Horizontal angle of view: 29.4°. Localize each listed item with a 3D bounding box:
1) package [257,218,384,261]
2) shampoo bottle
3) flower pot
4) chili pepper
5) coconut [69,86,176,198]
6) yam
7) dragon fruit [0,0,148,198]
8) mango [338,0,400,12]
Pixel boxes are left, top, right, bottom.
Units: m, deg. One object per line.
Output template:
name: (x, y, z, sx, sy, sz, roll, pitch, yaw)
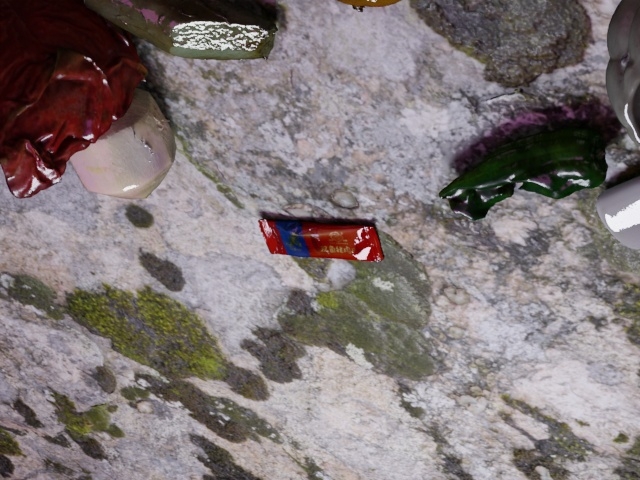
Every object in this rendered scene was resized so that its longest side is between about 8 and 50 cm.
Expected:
package: (0.000, 0.000, 1.955, 0.200, 0.022, 0.083, 3, 136, 22)
shampoo bottle: (0.481, -0.057, 1.621, 0.220, 0.051, 0.108, -24, 118, 43)
flower pot: (0.441, -0.205, 1.369, 0.246, 0.195, 0.246, 14, 140, 12)
chili pepper: (0.275, -0.090, 1.673, 0.253, 0.083, 0.099, -18, 134, 44)
coconut: (-0.296, -0.140, 1.848, 0.170, 0.171, 0.183, -7, 128, 32)
yam: (-0.191, -0.306, 1.663, 0.259, 0.106, 0.106, 27, 140, 0)
dragon fruit: (-0.389, -0.197, 1.695, 0.302, 0.330, 0.240, 7, 150, -19)
mango: (0.083, -0.379, 1.401, 0.156, 0.151, 0.249, 34, 133, 5)
